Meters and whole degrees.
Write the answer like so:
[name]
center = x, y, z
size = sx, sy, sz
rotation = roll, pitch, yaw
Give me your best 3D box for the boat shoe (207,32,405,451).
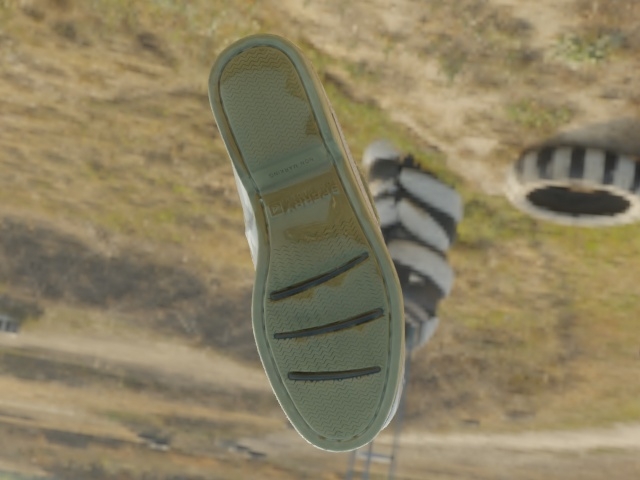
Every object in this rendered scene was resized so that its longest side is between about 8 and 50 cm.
[boat shoe]
center = 0.000, 0.000, 0.911
size = 0.113, 0.302, 0.103
rotation = -12, 177, 10
